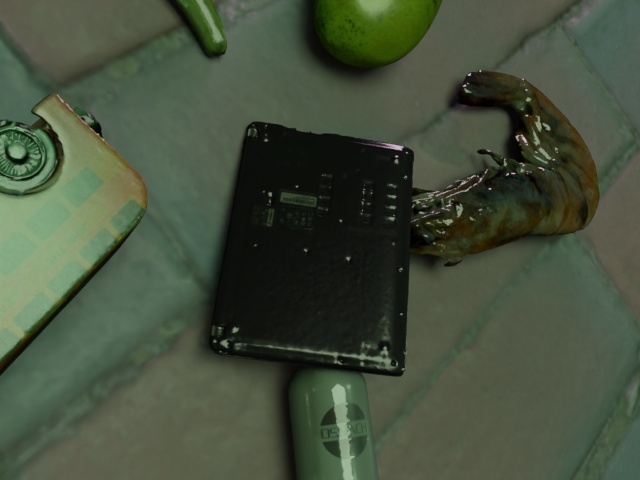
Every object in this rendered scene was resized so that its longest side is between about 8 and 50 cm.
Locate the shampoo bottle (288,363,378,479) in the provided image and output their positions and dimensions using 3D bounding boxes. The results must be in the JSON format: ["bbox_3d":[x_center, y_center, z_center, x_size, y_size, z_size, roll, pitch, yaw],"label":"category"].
[{"bbox_3d":[0.007,0.126,0.448,0.056,0.056,0.195,-1,77,-30],"label":"shampoo bottle"}]

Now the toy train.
[{"bbox_3d":[-0.176,0.002,0.367,0.099,0.072,0.188,44,60,-12],"label":"toy train"}]

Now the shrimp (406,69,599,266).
[{"bbox_3d":[0.139,-0.071,0.582,0.296,0.058,0.169,-12,75,-34],"label":"shrimp"}]

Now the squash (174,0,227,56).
[{"bbox_3d":[-0.094,-0.176,0.490,0.027,0.027,0.089,-40,99,-31],"label":"squash"}]

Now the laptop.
[{"bbox_3d":[0.000,0.000,0.465,0.129,0.016,0.180,8,64,-4],"label":"laptop"}]

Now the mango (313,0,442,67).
[{"bbox_3d":[0.050,-0.219,0.552,0.117,0.089,0.163,10,84,-35],"label":"mango"}]
